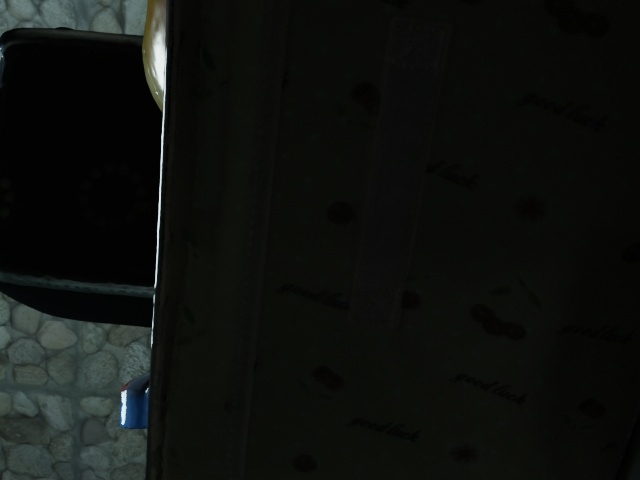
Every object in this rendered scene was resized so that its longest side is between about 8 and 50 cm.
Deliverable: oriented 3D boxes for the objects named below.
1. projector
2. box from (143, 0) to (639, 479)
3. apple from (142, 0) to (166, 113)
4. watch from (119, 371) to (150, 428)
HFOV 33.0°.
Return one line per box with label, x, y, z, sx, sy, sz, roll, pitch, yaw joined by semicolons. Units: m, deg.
projector;-0.099;-0.035;1.059;0.405;0.395;0.242;110;163;-80
box;0.041;-0.071;0.434;0.225;0.190;0.297;-88;6;-56
apple;0.013;-0.155;0.670;0.286;0.233;0.286;-172;90;-87
watch;-0.032;0.236;1.026;0.305;0.241;0.275;-2;-88;-55
